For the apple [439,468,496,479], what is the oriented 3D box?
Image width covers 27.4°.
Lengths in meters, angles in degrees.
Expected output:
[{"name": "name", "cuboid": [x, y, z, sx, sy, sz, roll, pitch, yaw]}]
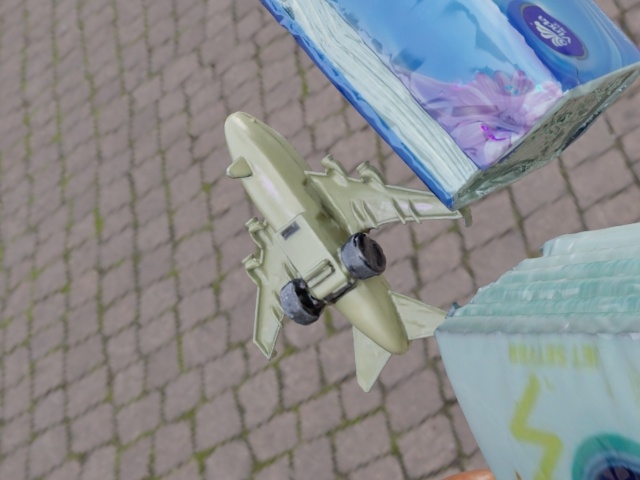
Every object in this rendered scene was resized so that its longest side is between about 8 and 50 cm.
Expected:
[{"name": "apple", "cuboid": [0.154, 0.343, 1.271, 0.210, 0.173, 0.235, -8, 89, 11]}]

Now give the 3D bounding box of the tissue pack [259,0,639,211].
[{"name": "tissue pack", "cuboid": [0.090, -0.172, 0.976, 0.146, 0.263, 0.198, -47, -13, 32]}]

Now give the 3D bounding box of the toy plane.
[{"name": "toy plane", "cuboid": [0.000, 0.000, 1.038, 0.229, 0.244, 0.092, -38, 4, 31]}]

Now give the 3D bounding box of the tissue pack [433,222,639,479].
[{"name": "tissue pack", "cuboid": [0.239, 0.130, 0.703, 0.162, 0.287, 0.388, -30, 4, -17]}]
